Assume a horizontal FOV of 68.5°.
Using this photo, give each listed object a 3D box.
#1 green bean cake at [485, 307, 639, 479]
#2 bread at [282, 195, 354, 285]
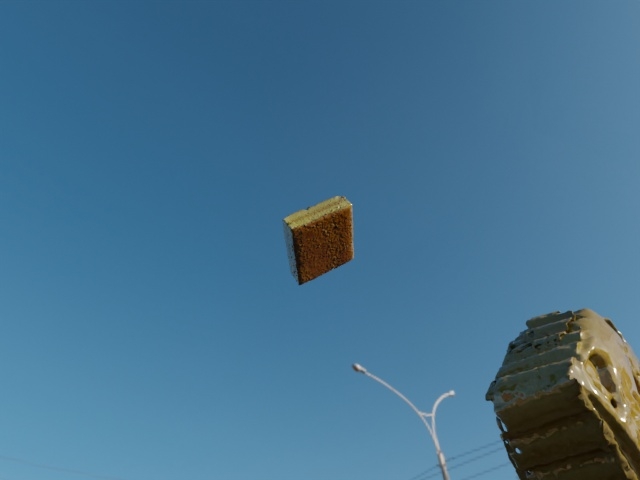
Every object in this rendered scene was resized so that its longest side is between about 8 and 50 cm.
[{"bbox_3d":[0.311,0.209,0.540,0.131,0.224,0.229,-34,-97,37],"label":"green bean cake"},{"bbox_3d":[0.000,0.000,0.598,0.090,0.035,0.094,-24,-47,-22],"label":"bread"}]
